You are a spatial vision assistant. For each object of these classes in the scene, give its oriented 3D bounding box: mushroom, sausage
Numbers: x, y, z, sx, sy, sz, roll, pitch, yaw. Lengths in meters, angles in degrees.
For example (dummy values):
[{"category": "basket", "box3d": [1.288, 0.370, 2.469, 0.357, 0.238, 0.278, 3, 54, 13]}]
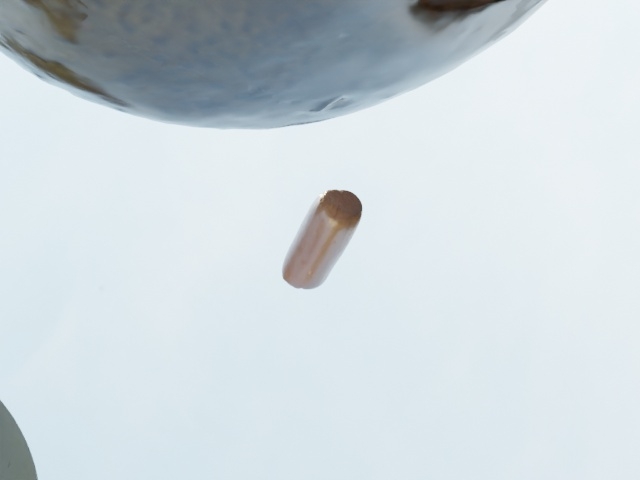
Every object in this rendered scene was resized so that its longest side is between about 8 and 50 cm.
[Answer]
[{"category": "mushroom", "box3d": [0.002, -0.225, 0.523, 0.334, 0.331, 0.356, 39, -144, -45]}, {"category": "sausage", "box3d": [0.000, 0.000, 0.892, 0.034, 0.083, 0.034, 14, -133, -15]}]

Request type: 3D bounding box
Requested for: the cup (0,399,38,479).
[{"category": "cup", "box3d": [-0.410, 0.253, 1.122, 0.347, 0.347, 0.163, 35, -164, -17]}]
